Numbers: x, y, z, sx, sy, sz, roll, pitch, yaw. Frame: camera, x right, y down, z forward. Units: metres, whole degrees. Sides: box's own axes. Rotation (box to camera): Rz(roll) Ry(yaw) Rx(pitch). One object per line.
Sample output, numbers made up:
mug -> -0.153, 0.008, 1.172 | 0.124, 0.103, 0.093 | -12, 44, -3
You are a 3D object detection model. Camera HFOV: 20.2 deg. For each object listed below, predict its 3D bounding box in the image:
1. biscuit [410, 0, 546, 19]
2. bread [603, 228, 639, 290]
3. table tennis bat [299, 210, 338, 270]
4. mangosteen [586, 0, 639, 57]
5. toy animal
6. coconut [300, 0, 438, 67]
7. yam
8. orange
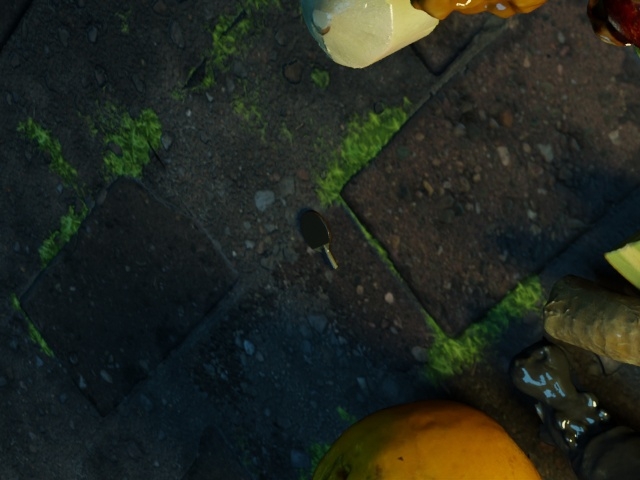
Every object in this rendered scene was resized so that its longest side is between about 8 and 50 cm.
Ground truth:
biscuit -> 0.197, -0.379, 1.732 | 0.318, 0.110, 0.312 | -23, 69, 29
bread -> 0.378, 0.050, 1.918 | 0.074, 0.084, 0.139 | -24, 95, 48
table tennis bat -> 0.000, 0.000, 2.324 | 0.050, 0.007, 0.083 | -28, 89, 48
mangosteen -> 0.350, -0.243, 1.764 | 0.156, 0.181, 0.146 | 25, 86, 14
toy animal -> 0.341, 0.260, 2.029 | 0.343, 0.106, 0.168 | 42, 161, 37
coconut -> 0.049, -0.270, 2.015 | 0.147, 0.152, 0.147 | 24, 127, 37
yam -> 0.377, 0.112, 1.882 | 0.356, 0.081, 0.081 | 20, 125, 50
orange -> 0.129, 0.347, 2.170 | 0.312, 0.312, 0.312 | 23, 126, 35
